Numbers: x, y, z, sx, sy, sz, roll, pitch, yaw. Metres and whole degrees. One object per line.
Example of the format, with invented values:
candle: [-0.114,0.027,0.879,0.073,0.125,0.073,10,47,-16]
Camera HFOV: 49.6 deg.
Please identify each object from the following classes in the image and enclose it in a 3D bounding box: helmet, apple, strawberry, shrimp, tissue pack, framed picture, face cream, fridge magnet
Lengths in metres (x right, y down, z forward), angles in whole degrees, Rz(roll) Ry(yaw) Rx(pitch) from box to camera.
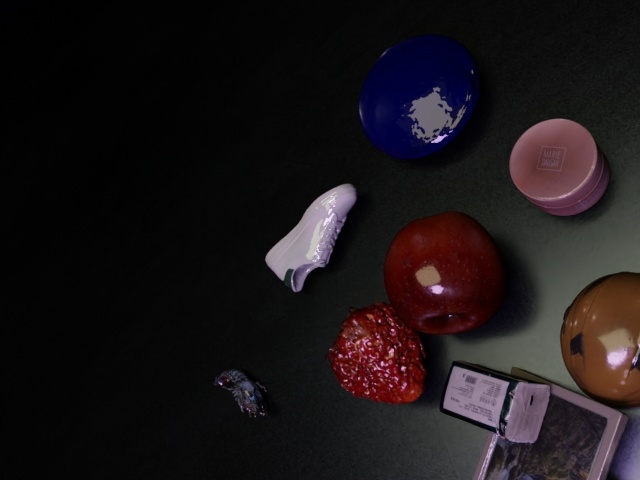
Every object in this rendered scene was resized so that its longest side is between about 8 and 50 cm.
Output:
helmet: [0.471,0.147,1.088,0.198,0.130,0.224,14,84,33]
apple: [0.219,0.060,1.229,0.218,0.218,0.201,-24,60,27]
strawberry: [0.109,0.222,1.288,0.187,0.184,0.201,-50,65,17]
shrimp: [-0.172,0.323,1.505,0.174,0.082,0.076,28,98,43]
tissue pack: [0.290,0.268,1.166,0.170,0.090,0.103,6,78,63]
framed picture: [0.340,0.387,1.112,0.240,0.020,0.324,20,88,62]
face cream: [0.419,-0.126,1.214,0.149,0.104,0.149,-10,71,32]
fridge magnet: [0.199,-0.291,1.406,0.265,0.112,0.266,-10,72,32]

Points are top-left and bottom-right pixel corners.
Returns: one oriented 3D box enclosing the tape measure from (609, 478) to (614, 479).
tape measure: [0.428,0.413,1.060,0.054,0.094,0.091,36,98,22]

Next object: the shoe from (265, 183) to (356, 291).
shoe: [0.000,0.000,1.478,0.265,0.095,0.110,-44,62,22]
